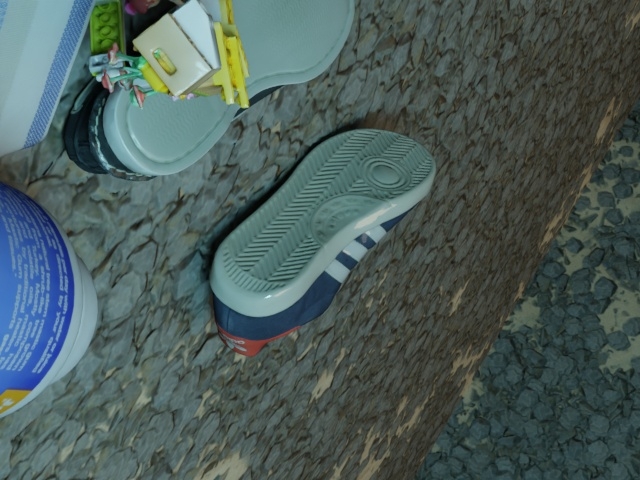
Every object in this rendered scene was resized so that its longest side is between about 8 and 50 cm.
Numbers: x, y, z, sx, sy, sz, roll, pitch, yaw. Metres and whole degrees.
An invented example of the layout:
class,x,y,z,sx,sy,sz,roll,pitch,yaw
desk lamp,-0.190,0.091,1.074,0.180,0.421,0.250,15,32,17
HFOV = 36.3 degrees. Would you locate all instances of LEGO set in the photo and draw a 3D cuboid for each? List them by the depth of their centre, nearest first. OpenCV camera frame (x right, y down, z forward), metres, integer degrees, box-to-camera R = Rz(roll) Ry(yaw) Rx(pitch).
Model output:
class,x,y,z,sx,sy,sz,roll,pitch,yaw
LEGO set,-0.109,-0.137,0.615,0.287,0.107,0.132,-97,176,-48

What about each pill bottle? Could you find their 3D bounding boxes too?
class,x,y,z,sx,sy,sz,roll,pitch,yaw
pill bottle,-0.224,0.029,0.538,0.152,0.152,0.272,-61,167,-4

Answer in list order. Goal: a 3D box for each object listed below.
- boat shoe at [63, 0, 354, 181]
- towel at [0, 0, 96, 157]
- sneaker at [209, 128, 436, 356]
class,x,y,z,sx,sy,sz,roll,pitch,yaw
boat shoe,-0.084,-0.151,0.791,0.302,0.091,0.114,-40,116,-40
towel,-0.239,-0.095,0.534,0.285,0.034,0.209,-32,160,-49
sneaker,0.000,0.000,1.105,0.350,0.131,0.148,-37,153,-36
